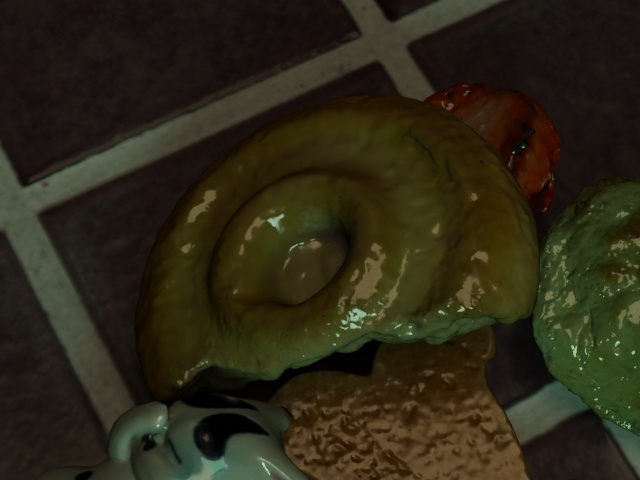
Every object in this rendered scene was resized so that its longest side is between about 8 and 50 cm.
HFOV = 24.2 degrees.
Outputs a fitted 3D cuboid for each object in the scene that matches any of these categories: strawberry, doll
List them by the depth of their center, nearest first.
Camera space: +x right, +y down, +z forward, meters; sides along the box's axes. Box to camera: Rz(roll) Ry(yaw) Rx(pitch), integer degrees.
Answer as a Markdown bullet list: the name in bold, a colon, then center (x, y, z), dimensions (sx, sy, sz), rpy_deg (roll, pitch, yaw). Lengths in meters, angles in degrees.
- **doll**: center (-0.101, 0.163, 0.929), dimensions (0.180, 0.107, 0.110), rpy_deg (-37, 35, 6)
- **strawberry**: center (0.093, -0.028, 1.063), dimensions (0.188, 0.082, 0.121), rpy_deg (-50, 43, -8)

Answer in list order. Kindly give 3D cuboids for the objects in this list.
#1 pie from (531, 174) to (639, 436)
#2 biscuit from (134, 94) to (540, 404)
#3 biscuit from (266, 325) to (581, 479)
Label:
- **pie**: center (0.267, 0.047, 1.031), dimensions (0.248, 0.090, 0.201), rpy_deg (26, 64, 3)
- **biscuit**: center (-0.001, -0.001, 0.983), dimensions (0.274, 0.091, 0.213), rpy_deg (-23, 51, 17)
- **biscuit**: center (0.090, 0.206, 0.969), dimensions (0.205, 0.049, 0.324), rpy_deg (-29, 68, -11)
